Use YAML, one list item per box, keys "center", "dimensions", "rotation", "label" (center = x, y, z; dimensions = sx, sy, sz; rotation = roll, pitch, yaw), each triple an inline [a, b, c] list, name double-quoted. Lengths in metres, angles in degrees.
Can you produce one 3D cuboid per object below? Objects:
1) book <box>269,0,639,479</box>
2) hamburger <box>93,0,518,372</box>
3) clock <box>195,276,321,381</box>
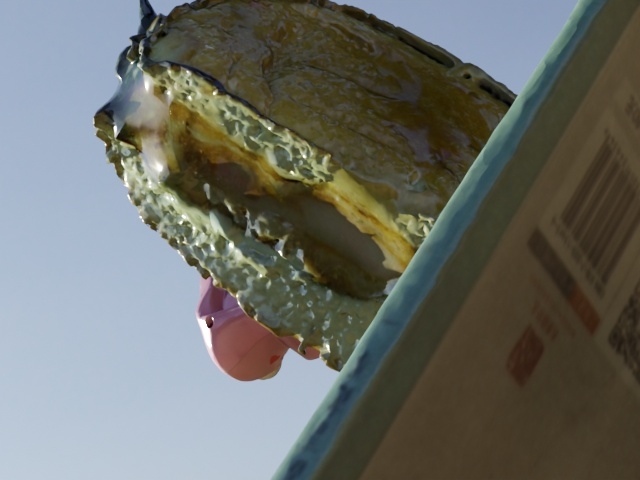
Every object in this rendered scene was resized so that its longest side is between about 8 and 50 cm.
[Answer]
- center: [0.047, 0.099, 0.392]
  dimensions: [0.282, 0.025, 0.215]
  rotation: [-55, -43, -16]
  label: "book"
- center: [0.023, -0.048, 0.865]
  dimensions: [0.211, 0.309, 0.132]
  rotation: [-36, -29, -50]
  label: "hamburger"
- center: [0.000, 0.000, 1.134]
  dimensions: [0.195, 0.194, 0.100]
  rotation: [-31, -56, 30]
  label: "clock"
